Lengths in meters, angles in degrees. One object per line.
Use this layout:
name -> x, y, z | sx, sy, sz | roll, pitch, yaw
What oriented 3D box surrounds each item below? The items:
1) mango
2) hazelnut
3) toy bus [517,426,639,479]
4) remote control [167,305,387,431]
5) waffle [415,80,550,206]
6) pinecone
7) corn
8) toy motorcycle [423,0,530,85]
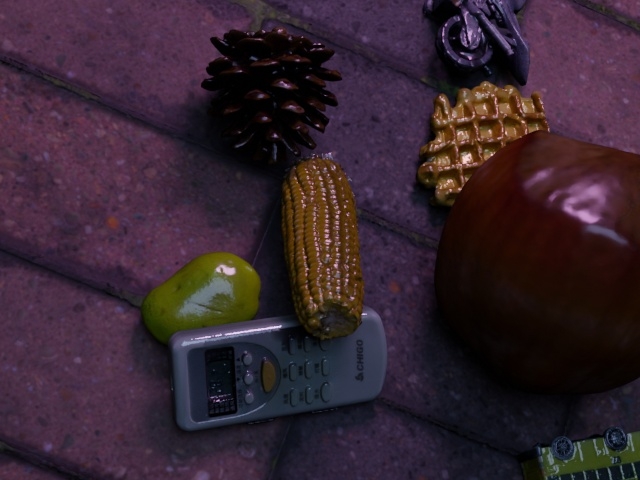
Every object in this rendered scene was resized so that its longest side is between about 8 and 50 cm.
mango -> -0.155, 0.086, 1.748 | 0.163, 0.089, 0.117 | -37, 91, -11
hazelnut -> 0.339, 0.033, 1.759 | 0.365, 0.366, 0.366 | 5, 70, -13
toy bus -> 0.371, 0.315, 1.795 | 0.175, 0.088, 0.101 | -6, 74, -14
remote control -> -0.052, 0.170, 1.728 | 0.296, 0.056, 0.140 | -6, 109, -17
waffle -> 0.238, -0.130, 1.934 | 0.219, 0.057, 0.229 | -7, 72, -16
pinecone -> -0.070, -0.202, 1.809 | 0.207, 0.208, 0.208 | 5, 70, -13
corn -> 0.000, 0.000, 1.752 | 0.115, 0.115, 0.318 | 7, 40, -12
toy motorcycle -> 0.255, -0.389, 2.008 | 0.173, 0.108, 0.307 | 7, 71, -17
